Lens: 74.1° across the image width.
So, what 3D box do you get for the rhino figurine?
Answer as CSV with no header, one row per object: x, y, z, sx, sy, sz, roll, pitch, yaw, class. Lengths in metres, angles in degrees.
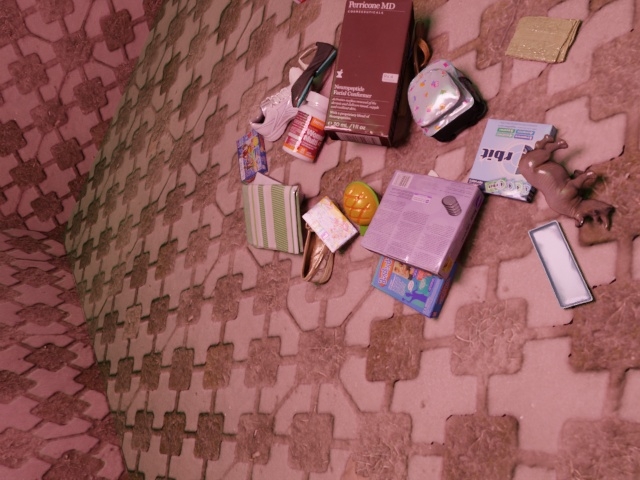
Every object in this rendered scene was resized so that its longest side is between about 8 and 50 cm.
0.541,-0.118,0.934,0.106,0.073,0.243,-38,77,9,rhino figurine

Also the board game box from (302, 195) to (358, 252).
0.031,-0.051,1.342,0.103,0.026,0.154,-41,78,4,board game box

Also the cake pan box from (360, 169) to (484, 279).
0.260,-0.052,1.131,0.267,0.070,0.245,20,80,41,cake pan box

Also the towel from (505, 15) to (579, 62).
0.543,-0.494,1.044,0.148,0.027,0.109,30,103,40,towel

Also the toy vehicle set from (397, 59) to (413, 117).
0.164,-0.471,1.366,0.267,0.035,0.165,7,89,42,toy vehicle set

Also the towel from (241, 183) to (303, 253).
-0.180,-0.082,1.542,0.325,0.038,0.247,7,106,49,towel

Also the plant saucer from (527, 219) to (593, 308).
0.538,0.053,0.954,0.067,0.018,0.191,-28,64,35,plant saucer

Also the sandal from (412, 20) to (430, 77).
0.301,-0.565,1.255,0.049,0.072,0.179,5,81,21,sandal

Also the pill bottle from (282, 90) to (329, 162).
-0.037,-0.395,1.478,0.121,0.121,0.221,36,106,40,pill bottle

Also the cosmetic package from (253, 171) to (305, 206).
-0.166,-0.173,1.592,0.239,0.061,0.098,31,103,40,cosmetic package

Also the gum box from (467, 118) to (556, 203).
0.466,-0.200,1.048,0.157,0.041,0.184,22,98,41,gum box

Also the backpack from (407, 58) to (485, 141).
0.322,-0.386,1.146,0.166,0.145,0.188,-37,57,37,backpack

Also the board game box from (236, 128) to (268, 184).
-0.284,-0.349,1.747,0.136,0.035,0.201,-23,67,36,board game box

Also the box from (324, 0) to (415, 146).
0.145,-0.479,1.224,0.191,0.143,0.380,10,91,13,box

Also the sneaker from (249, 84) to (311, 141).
-0.148,-0.501,1.591,0.297,0.129,0.110,-45,54,25,sneaker

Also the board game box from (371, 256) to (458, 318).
0.253,0.095,1.172,0.210,0.047,0.159,29,106,41,board game box

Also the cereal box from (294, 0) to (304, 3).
-0.053,-0.979,1.566,0.240,0.173,0.047,-2,82,42,cereal box

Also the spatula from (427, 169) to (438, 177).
0.303,-0.058,1.183,0.168,0.019,0.241,42,110,37,spatula

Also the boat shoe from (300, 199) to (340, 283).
0.000,0.000,1.393,0.105,0.089,0.284,3,83,43,boat shoe

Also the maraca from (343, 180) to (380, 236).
0.134,-0.092,1.291,0.127,0.099,0.185,-26,89,49,maraca

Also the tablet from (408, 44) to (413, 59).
0.257,-0.571,1.326,0.054,0.006,0.083,33,104,40,tablet

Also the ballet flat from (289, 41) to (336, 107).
-0.049,-0.587,1.485,0.280,0.096,0.095,-58,2,-18,ballet flat
